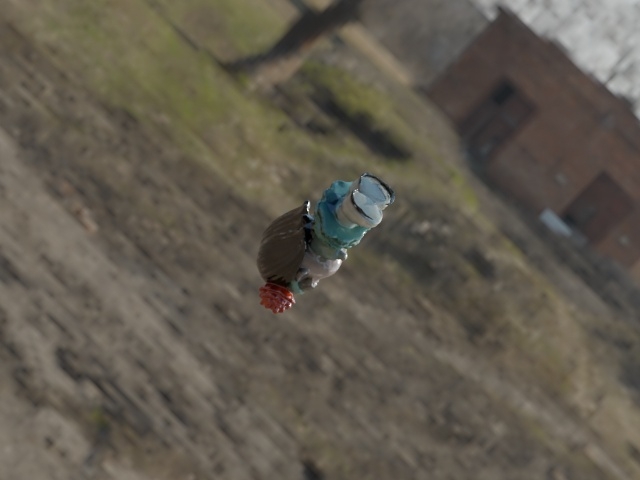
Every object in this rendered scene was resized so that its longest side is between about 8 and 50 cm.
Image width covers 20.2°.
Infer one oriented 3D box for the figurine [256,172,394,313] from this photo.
[{"bbox_3d":[0.000,0.000,1.074,0.047,0.106,0.060,25,51,-24],"label":"figurine"}]
